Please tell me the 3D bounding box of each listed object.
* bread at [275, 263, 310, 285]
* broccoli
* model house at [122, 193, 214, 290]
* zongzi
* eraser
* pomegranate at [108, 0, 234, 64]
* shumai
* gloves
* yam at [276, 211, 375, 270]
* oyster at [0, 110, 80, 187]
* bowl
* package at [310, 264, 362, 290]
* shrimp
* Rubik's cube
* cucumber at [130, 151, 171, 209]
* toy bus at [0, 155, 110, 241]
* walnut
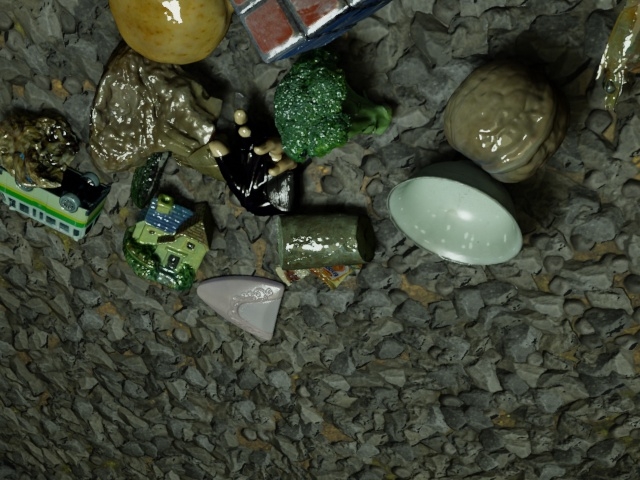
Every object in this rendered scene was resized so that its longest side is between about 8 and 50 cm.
[{"bbox_3d":[-0.076,0.079,1.993,0.083,0.035,0.070,-26,110,34],"label":"bread"},{"bbox_3d":[0.025,-0.296,1.627,0.269,0.269,0.254,56,164,-19],"label":"broccoli"},{"bbox_3d":[-0.390,-0.015,1.936,0.214,0.195,0.189,25,120,-13],"label":"model house"},{"bbox_3d":[-0.274,-0.181,1.871,0.160,0.079,0.176,-4,129,28],"label":"zongzi"},{"bbox_3d":[-0.234,0.177,2.093,0.243,0.059,0.204,16,126,3],"label":"eraser"},{"bbox_3d":[-0.311,-0.518,1.545,0.307,0.307,0.308,9,124,13],"label":"pomegranate"},{"bbox_3d":[-0.378,-0.305,1.748,0.282,0.217,0.346,12,102,-8],"label":"shumai"},{"bbox_3d":[-0.153,-0.186,1.767,0.197,0.152,0.301,-5,146,8],"label":"gloves"},{"bbox_3d":[0.000,0.000,1.835,0.254,0.154,0.154,-2,122,12],"label":"yam"},{"bbox_3d":[-0.738,-0.241,1.909,0.222,0.214,0.083,13,158,1],"label":"oyster"},{"bbox_3d":[0.315,-0.090,1.662,0.313,0.146,0.313,20,153,11],"label":"bowl"},{"bbox_3d":[0.033,0.065,1.949,0.108,0.031,0.120,42,125,-8],"label":"package"},{"bbox_3d":[0.642,-0.385,1.426,0.168,0.077,0.317,19,123,2],"label":"shrimp"},{"bbox_3d":[-0.007,-0.542,1.373,0.305,0.301,0.304,-24,100,28],"label":"Rubik's cube"},{"bbox_3d":[-0.442,-0.185,1.920,0.077,0.077,0.265,32,130,-3],"label":"cucumber"},{"bbox_3d":[-0.730,-0.124,2.018,0.276,0.134,0.165,26,129,0],"label":"toy bus"},{"bbox_3d":[0.379,-0.246,1.513,0.248,0.248,0.249,9,124,13],"label":"walnut"}]
